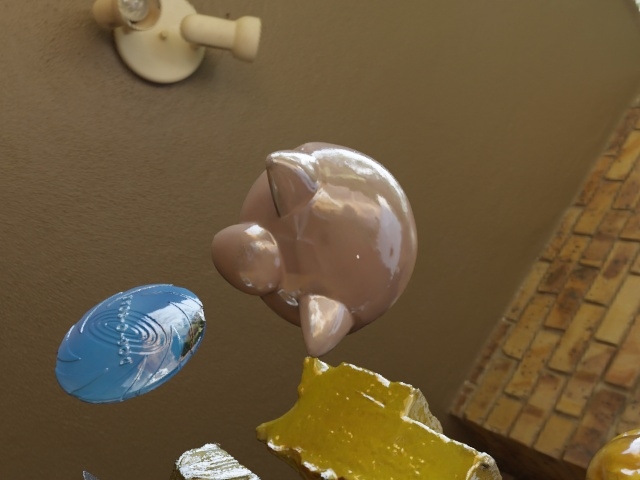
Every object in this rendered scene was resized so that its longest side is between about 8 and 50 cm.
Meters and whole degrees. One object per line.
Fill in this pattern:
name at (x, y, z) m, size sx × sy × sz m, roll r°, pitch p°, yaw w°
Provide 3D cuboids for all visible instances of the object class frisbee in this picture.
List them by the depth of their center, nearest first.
frisbee at (-0.295, 0.143, 1.031) m, size 0.242 × 0.242 × 0.045 m, roll -38°, pitch -47°, yaw -25°

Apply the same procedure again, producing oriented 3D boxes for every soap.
soap at (0.098, 0.281, 0.738) m, size 0.143 × 0.259 × 0.281 m, roll -51°, pitch -45°, yaw -24°

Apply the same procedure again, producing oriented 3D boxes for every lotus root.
lotus root at (-0.193, 0.417, 1.150) m, size 0.144 × 0.143 × 0.070 m, roll 13°, pitch -78°, yaw -47°

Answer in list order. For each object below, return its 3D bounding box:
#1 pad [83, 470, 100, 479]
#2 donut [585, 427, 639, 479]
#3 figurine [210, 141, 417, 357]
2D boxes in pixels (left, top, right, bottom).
pad at (-0.271, 0.389, 0.897) m, size 0.003 × 0.157 × 0.112 m, roll -33°, pitch -44°, yaw -4°
donut at (0.247, 0.157, 0.338) m, size 0.226 × 0.226 × 0.114 m, roll 12°, pitch -106°, yaw -34°
figurine at (0.000, 0.000, 0.430) m, size 0.138 × 0.125 × 0.125 m, roll -31°, pitch -62°, yaw -70°
